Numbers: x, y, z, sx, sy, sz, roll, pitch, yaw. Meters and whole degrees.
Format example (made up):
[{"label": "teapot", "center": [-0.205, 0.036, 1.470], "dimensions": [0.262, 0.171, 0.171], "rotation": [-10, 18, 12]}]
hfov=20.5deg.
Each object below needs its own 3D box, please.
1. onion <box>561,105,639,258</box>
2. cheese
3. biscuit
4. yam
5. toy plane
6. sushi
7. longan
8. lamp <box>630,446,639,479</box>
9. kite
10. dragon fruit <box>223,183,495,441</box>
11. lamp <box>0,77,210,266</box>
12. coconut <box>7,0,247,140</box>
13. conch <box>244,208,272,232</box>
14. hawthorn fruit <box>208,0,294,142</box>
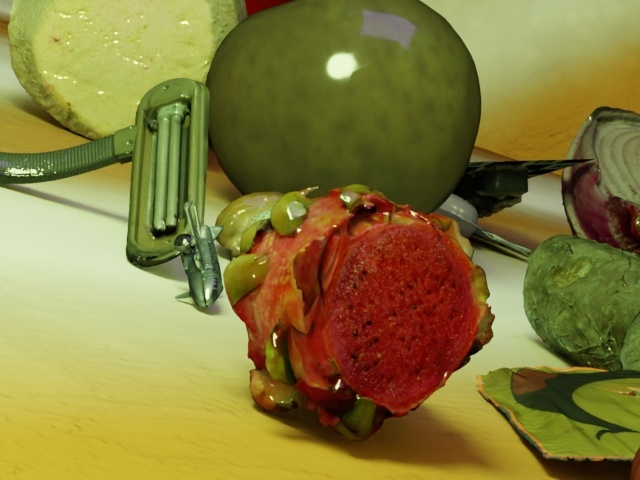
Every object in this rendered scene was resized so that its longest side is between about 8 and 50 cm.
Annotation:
[{"label": "onion", "center": [0.377, -0.007, 1.994], "dimensions": [0.267, 0.159, 0.349], "rotation": [26, 28, 12]}, {"label": "cheese", "center": [0.140, -0.025, 1.907], "dimensions": [0.191, 0.042, 0.105], "rotation": [27, -2, -43]}, {"label": "biscuit", "center": [0.000, 0.000, 1.380], "dimensions": [0.183, 0.061, 0.118], "rotation": [16, 8, -19]}, {"label": "yam", "center": [0.233, 0.058, 1.389], "dimensions": [0.107, 0.107, 0.183], "rotation": [15, 7, -29]}, {"label": "toy plane", "center": [-0.077, 0.016, 1.148], "dimensions": [0.031, 0.078, 0.083], "rotation": [-10, 40, 10]}, {"label": "sushi", "center": [0.174, -0.049, 1.983], "dimensions": [0.192, 0.050, 0.215], "rotation": [-2, -6, -24]}, {"label": "longan", "center": [0.018, -0.119, 1.584], "dimensions": [0.248, 0.248, 0.248], "rotation": [19, 8, -3]}, {"label": "lamp", "center": [0.197, 0.134, 0.878], "dimensions": [0.101, 0.090, 0.101], "rotation": [43, 24, -25]}, {"label": "kite", "center": [0.260, 0.113, 1.150], "dimensions": [0.327, 0.013, 0.377], "rotation": [9, 8, 32]}, {"label": "dragon fruit", "center": [0.022, 0.039, 0.976], "dimensions": [0.150, 0.133, 0.208], "rotation": [17, -3, 10]}, {"label": "lamp", "center": [-0.219, -0.064, 1.219], "dimensions": [0.283, 0.124, 0.203], "rotation": [19, 28, -24]}, {"label": "coconut", "center": [-0.188, -0.214, 1.770], "dimensions": [0.239, 0.239, 0.244], "rotation": [19, 10, -6]}, {"label": "conch", "center": [-0.019, 0.018, 1.238], "dimensions": [0.085, 0.056, 0.076], "rotation": [50, 4, 34]}, {"label": "hawthorn fruit", "center": [-0.067, -0.252, 2.006], "dimensions": [0.265, 0.307, 0.265], "rotation": [12, 11, -2]}]
